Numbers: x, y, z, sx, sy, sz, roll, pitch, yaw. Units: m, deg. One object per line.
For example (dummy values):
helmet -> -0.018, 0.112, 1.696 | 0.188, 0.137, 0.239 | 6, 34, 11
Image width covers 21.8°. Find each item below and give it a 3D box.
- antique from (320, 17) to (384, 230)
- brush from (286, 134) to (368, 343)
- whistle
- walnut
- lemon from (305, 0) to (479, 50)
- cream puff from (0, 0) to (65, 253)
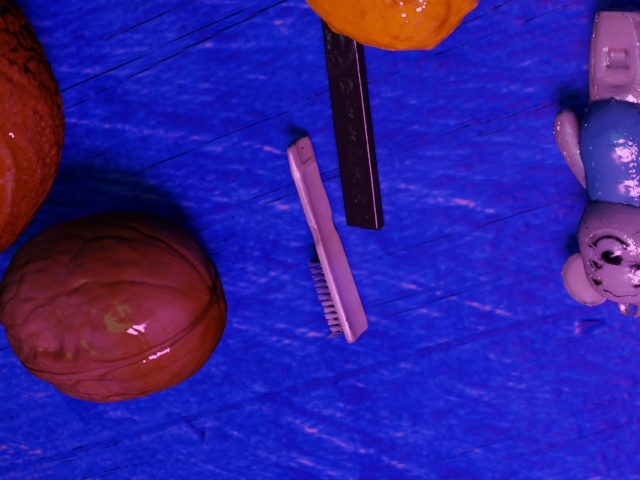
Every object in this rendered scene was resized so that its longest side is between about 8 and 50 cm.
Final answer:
antique -> 0.025, -0.099, 1.333 | 0.031, 0.015, 0.192 | 3, 113, 27
brush -> 0.000, 0.000, 1.381 | 0.030, 0.033, 0.178 | -3, 111, 44
whistle -> 0.222, -0.053, 1.215 | 0.114, 0.077, 0.236 | 7, 113, 33
walnut -> -0.179, 0.058, 1.424 | 0.207, 0.167, 0.167 | -9, 107, 29
lemon -> 0.044, -0.198, 1.219 | 0.155, 0.114, 0.114 | 23, 121, 18
cream puff -> -0.358, -0.118, 1.398 | 0.303, 0.212, 0.303 | -3, 139, -3
